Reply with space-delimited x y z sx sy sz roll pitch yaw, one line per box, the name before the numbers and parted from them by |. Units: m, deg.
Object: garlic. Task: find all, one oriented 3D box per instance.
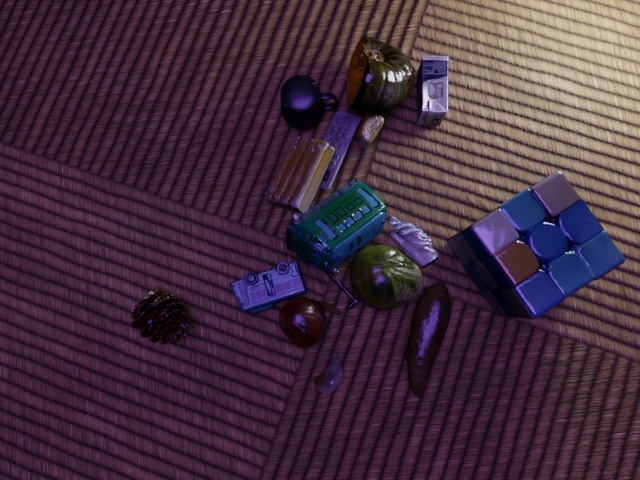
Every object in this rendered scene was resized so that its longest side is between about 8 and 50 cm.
garlic | 0.039 0.487 1.673 0.152 0.066 0.084 -45 80 -1

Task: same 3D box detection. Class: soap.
soap | -0.077 -0.246 1.745 0.174 0.089 0.274 18 79 37

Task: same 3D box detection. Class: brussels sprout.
brussels sprout | 0.234 0.136 1.645 0.272 0.210 0.219 8 74 -10

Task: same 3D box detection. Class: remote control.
remote control | 0.054 -0.345 1.803 0.109 0.055 0.312 22 86 24

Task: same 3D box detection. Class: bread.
bread | 0.181 -0.421 1.780 0.082 0.106 0.125 33 82 6

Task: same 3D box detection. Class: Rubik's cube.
Rubik's cube | 0.687 0.031 1.567 0.344 0.347 0.346 -33 81 -1

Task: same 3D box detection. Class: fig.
fig | -0.044 0.267 1.677 0.175 0.175 0.207 42 63 8

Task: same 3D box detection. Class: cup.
cup | -0.045 -0.526 1.773 0.223 0.176 0.169 -6 78 3

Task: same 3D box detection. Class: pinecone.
pinecone | -0.560 0.281 1.687 0.213 0.169 0.185 18 97 18

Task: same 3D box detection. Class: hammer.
hammer | 0.075 0.173 1.741 0.065 0.021 0.178 -44 81 -3

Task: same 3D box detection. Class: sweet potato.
sweet potato | 0.372 0.344 1.649 0.131 0.130 0.422 13 84 5

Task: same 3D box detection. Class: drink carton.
drink carton | 0.422 -0.561 1.773 0.102 0.134 0.222 1 82 1

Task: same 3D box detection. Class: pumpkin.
pumpkin | 0.220 -0.585 1.749 0.232 0.242 0.324 16 53 -16

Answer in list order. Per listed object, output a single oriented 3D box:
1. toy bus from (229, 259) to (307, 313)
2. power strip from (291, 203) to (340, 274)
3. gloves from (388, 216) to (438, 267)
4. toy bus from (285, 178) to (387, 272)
toy bus | -0.184 0.171 1.702 0.256 0.128 0.147 -19 80 -1
power strip | 0.000 0.000 1.755 0.093 0.053 0.288 -32 80 -2
gloves | 0.333 0.000 1.718 0.229 0.097 0.119 46 131 0
toy bus | 0.068 -0.042 1.628 0.344 0.183 0.199 -36 63 -26
